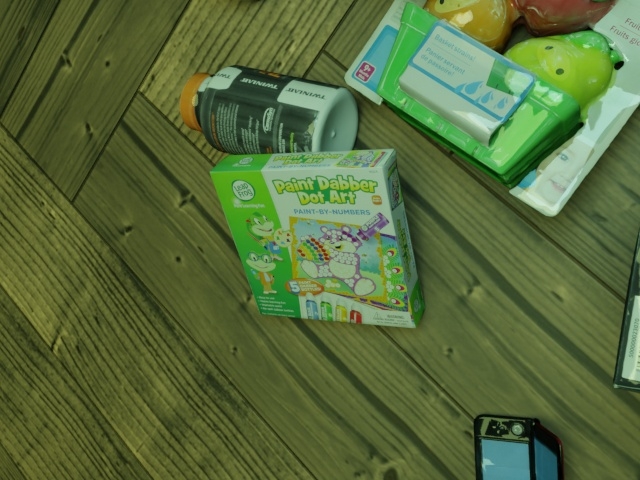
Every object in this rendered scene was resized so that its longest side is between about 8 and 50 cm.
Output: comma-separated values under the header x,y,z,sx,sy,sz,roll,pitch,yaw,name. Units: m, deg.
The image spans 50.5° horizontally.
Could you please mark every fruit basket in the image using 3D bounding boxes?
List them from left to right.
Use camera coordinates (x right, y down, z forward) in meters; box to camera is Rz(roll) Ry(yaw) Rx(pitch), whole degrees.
x,y,z,sx,sy,sz,roll,pitch,yaw,name
0.238,-0.258,0.785,0.327,0.165,0.353,39,105,20,fruit basket

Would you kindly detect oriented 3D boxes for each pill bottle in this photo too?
x,y,z,sx,sy,sz,roll,pitch,yaw,name
-0.081,-0.176,0.967,0.245,0.130,0.130,18,100,25,pill bottle

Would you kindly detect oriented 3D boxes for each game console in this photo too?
x,y,z,sx,sy,sz,roll,pitch,yaw,name
0.247,0.302,0.849,0.124,0.085,0.144,-2,91,27,game console

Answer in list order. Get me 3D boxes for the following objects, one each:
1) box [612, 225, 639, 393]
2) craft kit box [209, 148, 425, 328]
x,y,z,sx,sy,sz,roll,pitch,yaw,name
0.381,0.054,0.664,0.143,0.270,0.165,11,97,26,box
0.000,0.000,0.914,0.249,0.061,0.247,1,121,27,craft kit box
